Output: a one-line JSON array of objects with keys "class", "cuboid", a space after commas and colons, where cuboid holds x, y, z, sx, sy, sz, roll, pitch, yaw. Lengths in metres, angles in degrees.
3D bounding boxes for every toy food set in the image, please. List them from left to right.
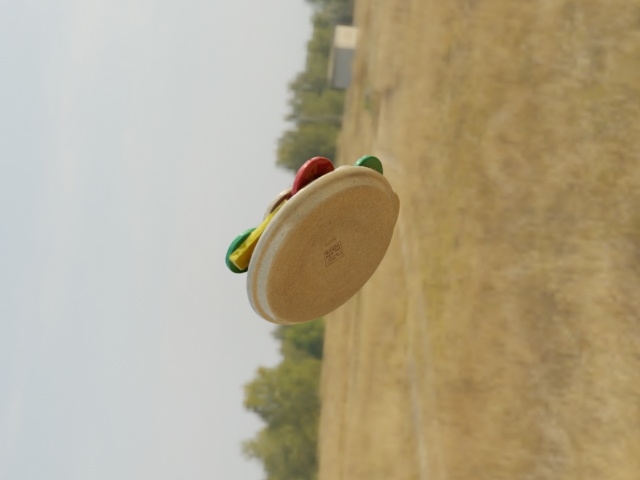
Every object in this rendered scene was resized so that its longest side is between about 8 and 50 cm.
[{"class": "toy food set", "cuboid": [0.000, 0.000, 0.552, 0.083, 0.020, 0.082, -45, -34, -5]}]
